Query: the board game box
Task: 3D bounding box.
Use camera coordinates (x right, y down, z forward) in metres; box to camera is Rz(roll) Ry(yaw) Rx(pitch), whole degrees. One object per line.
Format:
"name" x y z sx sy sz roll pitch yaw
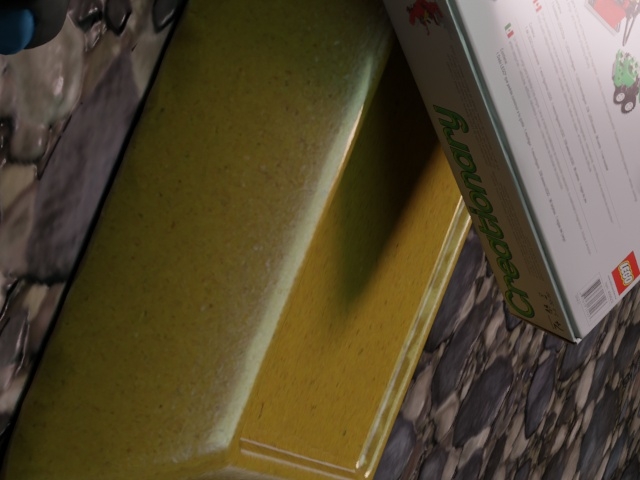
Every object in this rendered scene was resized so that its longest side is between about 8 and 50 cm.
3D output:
"board game box" 0.124 -0.122 0.861 0.193 0.053 0.305 -43 132 -21

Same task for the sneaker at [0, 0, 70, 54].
"sneaker" -0.104 -0.178 0.432 0.341 0.125 0.140 83 28 -56

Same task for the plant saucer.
"plant saucer" 0.000 0.000 0.940 0.333 0.081 0.333 -68 161 -4
